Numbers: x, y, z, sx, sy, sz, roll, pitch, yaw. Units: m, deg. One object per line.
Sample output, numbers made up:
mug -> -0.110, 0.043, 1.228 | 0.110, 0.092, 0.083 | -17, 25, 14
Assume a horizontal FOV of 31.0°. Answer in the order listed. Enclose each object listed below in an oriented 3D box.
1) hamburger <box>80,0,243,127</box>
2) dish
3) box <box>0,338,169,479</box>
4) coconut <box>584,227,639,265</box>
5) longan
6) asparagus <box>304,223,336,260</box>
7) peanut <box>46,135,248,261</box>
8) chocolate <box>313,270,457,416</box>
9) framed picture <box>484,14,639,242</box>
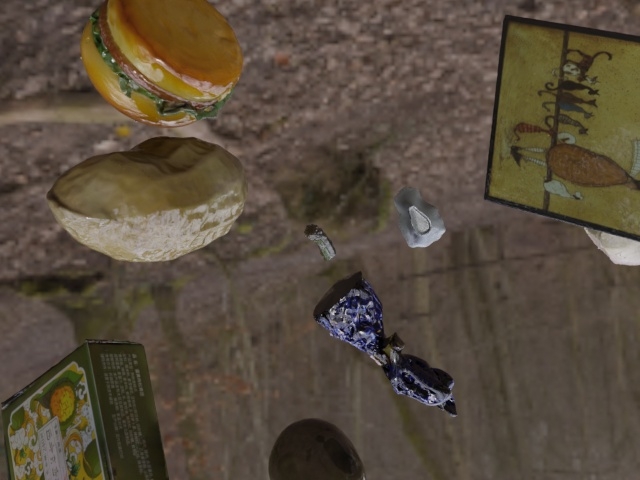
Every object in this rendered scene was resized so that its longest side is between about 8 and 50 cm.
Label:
hamburger -> -0.243, -0.266, 1.718 | 0.246, 0.246, 0.170 | 1, 146, -49
dish -> 0.205, -0.048, 2.428 | 0.091, 0.137, 0.039 | -28, -168, 4
box -> -0.451, 0.444, 2.199 | 0.138, 0.420, 0.373 | 7, 150, -42
coconut -> 0.571, -0.042, 2.088 | 0.194, 0.194, 0.194 | 0, 179, 0
longan -> -0.007, 0.474, 2.353 | 0.196, 0.220, 0.196 | -38, 165, -12
asparagus -> -0.001, 0.001, 1.797 | 0.027, 0.034, 0.236 | -9, 168, 7
peanut -> -0.221, -0.059, 1.590 | 0.158, 0.174, 0.340 | -30, -179, 26
chocolate -> 0.138, 0.220, 2.205 | 0.126, 0.343, 0.148 | -43, -177, -18
framed picture -> 0.361, -0.134, 1.453 | 0.338, 0.255, 0.014 | 19, -156, 37
